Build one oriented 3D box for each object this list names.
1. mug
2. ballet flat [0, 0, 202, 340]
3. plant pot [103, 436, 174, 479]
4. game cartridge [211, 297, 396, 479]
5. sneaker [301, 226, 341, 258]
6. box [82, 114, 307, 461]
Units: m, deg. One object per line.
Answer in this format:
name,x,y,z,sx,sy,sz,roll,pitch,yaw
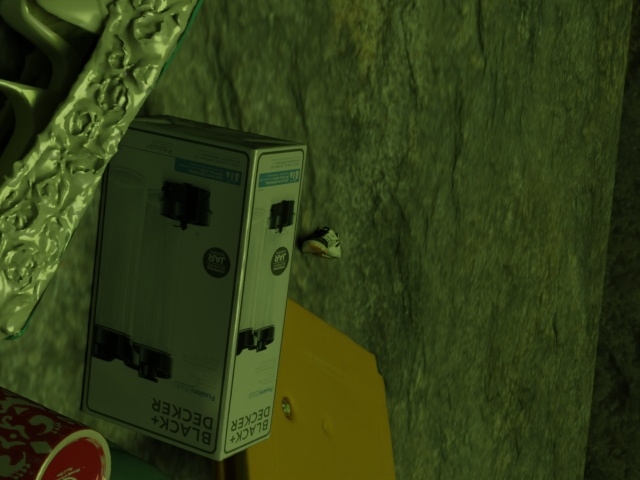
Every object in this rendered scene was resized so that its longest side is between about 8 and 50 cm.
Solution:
mug,-0.263,0.176,0.926,0.150,0.169,0.113,-55,147,-35
ballet flat,-0.207,-0.115,0.941,0.408,0.147,0.147,-66,151,-14
plant pot,-0.185,0.348,1.128,0.293,0.196,0.293,-36,134,-50
game cartridge,-0.013,0.213,1.354,0.324,0.053,0.285,38,39,-50
sneaker,0.000,0.000,1.494,0.083,0.032,0.036,21,71,-67
box,-0.119,0.040,1.133,0.087,0.169,0.289,-15,116,-59
